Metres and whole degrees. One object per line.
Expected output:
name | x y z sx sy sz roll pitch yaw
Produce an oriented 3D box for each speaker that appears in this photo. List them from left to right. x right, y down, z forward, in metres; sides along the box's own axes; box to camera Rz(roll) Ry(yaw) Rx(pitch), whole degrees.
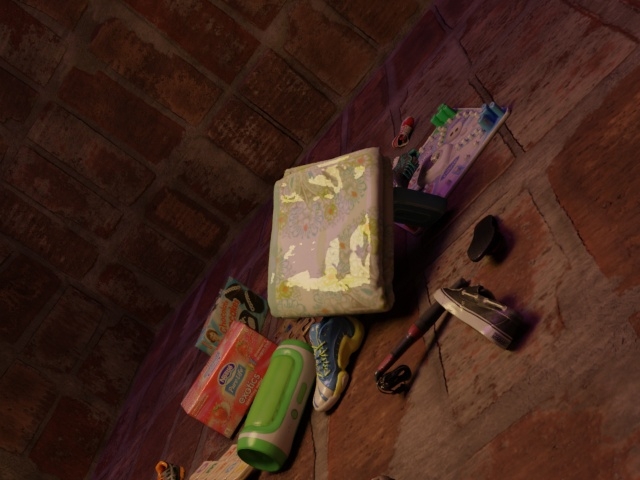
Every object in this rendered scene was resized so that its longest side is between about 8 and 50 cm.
speaker | -0.095 0.386 1.516 0.131 0.131 0.297 -38 22 46

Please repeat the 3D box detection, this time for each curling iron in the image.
curling iron | 0.196 0.181 1.224 0.274 0.068 0.035 -52 13 -13

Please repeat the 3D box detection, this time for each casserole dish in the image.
casserole dish | 0.212 -0.073 1.503 0.114 0.188 0.037 130 146 -54

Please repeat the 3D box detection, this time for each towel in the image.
towel | 0.019 -0.012 1.479 0.320 0.090 0.375 -10 73 39

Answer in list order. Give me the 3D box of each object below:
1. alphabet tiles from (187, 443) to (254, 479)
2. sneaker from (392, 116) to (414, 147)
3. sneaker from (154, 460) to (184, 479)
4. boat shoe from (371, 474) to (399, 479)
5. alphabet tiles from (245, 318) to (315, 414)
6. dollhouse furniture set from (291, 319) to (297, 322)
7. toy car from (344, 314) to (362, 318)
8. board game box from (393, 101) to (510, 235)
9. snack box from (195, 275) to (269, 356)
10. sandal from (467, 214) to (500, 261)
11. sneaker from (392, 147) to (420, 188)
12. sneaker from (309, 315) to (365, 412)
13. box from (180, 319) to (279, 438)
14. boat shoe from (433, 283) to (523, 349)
alphabet tiles | -0.274 0.603 1.588 0.278 0.021 0.284 -40 8 -38
sneaker | 0.286 -0.363 2.147 0.119 0.042 0.067 -61 10 6
sneaker | -0.467 0.749 1.936 0.084 0.083 0.215 -52 16 1
boat shoe | 0.033 0.476 0.982 0.324 0.096 0.117 -48 16 23
alphabet tiles | -0.133 0.352 1.923 0.343 0.011 0.285 -54 15 1
dollhouse furniture set | -0.058 0.131 1.967 0.161 0.101 0.182 -40 19 23
toy car | 0.033 0.047 1.644 0.210 0.238 0.219 -53 15 6
board game box | 0.304 -0.215 1.756 0.390 0.050 0.390 -54 15 3
snack box | -0.299 0.289 2.222 0.060 0.187 0.322 -43 19 34
sandal | 0.329 -0.001 1.254 0.067 0.040 0.179 -40 6 28
sneaker | 0.231 -0.195 1.723 0.076 0.065 0.167 -38 23 36
sneaker | 0.009 0.264 1.458 0.091 0.126 0.240 -35 24 51
box | -0.263 0.404 1.889 0.300 0.154 0.142 -57 15 -13
boat shoe | 0.272 0.116 1.097 0.070 0.077 0.219 -55 23 1
